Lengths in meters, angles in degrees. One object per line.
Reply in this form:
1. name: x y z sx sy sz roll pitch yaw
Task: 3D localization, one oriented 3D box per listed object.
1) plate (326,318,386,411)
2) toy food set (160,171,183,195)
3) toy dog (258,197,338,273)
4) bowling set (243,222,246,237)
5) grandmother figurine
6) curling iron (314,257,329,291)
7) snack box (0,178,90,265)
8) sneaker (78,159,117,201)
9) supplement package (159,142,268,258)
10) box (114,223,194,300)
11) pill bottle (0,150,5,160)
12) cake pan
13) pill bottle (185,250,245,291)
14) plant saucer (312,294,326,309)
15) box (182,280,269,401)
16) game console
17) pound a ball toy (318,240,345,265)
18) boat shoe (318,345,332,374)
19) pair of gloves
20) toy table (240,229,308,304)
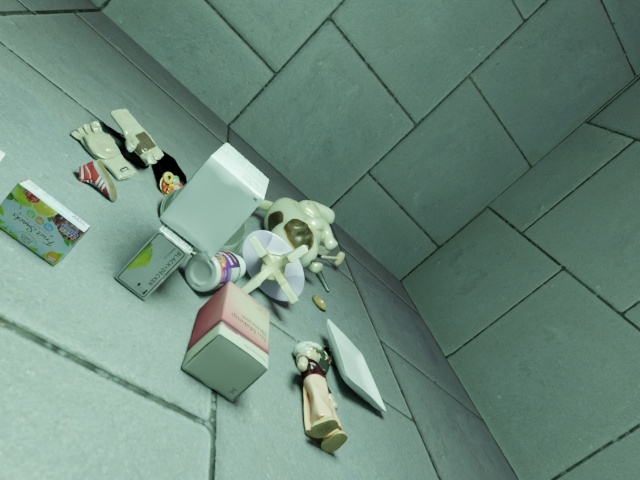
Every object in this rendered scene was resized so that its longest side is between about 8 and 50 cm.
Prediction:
1. plate: 0.113 0.449 1.556 0.278 0.045 0.277 51 9 -35
2. toy food set: -0.509 -0.187 1.492 0.082 0.020 0.083 32 62 -47
3. toy dog: -0.108 -0.034 1.865 0.395 0.284 0.408 42 15 -17
4. bowling set: -0.351 -0.163 1.662 0.287 0.200 0.154 41 15 -8
5. grandmother figurine: -0.018 0.407 1.242 0.342 0.103 0.208 -115 -174 -61
6. curling iron: -0.007 0.151 2.166 0.068 0.035 0.274 35 17 -42
7. snack box: -0.540 -0.033 0.845 0.141 0.100 0.037 42 13 -17
8. sneaker: -0.600 -0.153 1.173 0.042 0.066 0.119 -112 -174 -63
9. supplement package: -0.244 -0.103 1.048 0.149 0.194 0.203 40 13 -16
10. box: -0.378 0.007 1.099 0.087 0.169 0.290 43 14 -16
11. pill bottle: -0.691 -0.182 0.763 0.216 0.121 0.121 39 15 -35
12. cake pan: -0.366 -0.070 1.415 0.293 0.054 0.293 30 36 -25
13. pill bottle: -0.295 0.085 1.269 0.108 0.108 0.193 49 13 10
14. plant saucer: -0.007 0.267 1.862 0.083 0.015 0.083 45 12 -13
15. box: -0.215 0.231 1.045 0.148 0.127 0.232 42 13 -21
16. game console: -0.618 -0.295 1.522 0.361 0.044 0.213 34 17 -47
17. pound a ball toy: 0.000 0.000 2.323 0.208 0.136 0.319 38 7 33
18. boat shoe: 0.013 0.401 1.469 0.049 0.042 0.133 46 14 -13
19. pair of gloves: -0.626 -0.302 1.377 0.204 0.042 0.240 49 35 -13
20. toy table: -0.153 0.092 1.459 0.274 0.252 0.161 44 -1 -9
